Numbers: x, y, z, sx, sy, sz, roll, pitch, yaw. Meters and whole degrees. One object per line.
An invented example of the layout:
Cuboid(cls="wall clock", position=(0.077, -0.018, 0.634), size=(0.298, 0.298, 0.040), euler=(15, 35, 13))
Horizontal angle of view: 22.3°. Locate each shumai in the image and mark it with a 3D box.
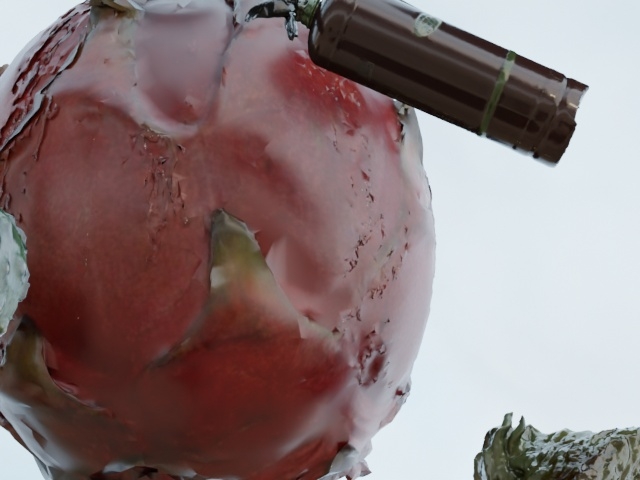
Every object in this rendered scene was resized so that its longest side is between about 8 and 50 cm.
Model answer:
Cuboid(cls="shumai", position=(0.116, 0.139, 0.841), size=(0.087, 0.124, 0.099), euler=(23, -30, 41))

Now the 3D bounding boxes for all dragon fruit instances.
Cuboid(cls="dragon fruit", position=(-0.072, 0.005, 0.934), size=(0.296, 0.296, 0.301), euler=(-17, -105, 37))

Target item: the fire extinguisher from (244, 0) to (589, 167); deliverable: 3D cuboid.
Cuboid(cls="fire extinguisher", position=(0.047, -0.088, 0.762), size=(0.157, 0.078, 0.045), euler=(23, -58, 1))

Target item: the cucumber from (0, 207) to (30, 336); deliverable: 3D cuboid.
Cuboid(cls="cucumber", position=(-0.118, 0.003, 0.429), size=(0.035, 0.067, 0.107), euler=(52, -2, 27))
